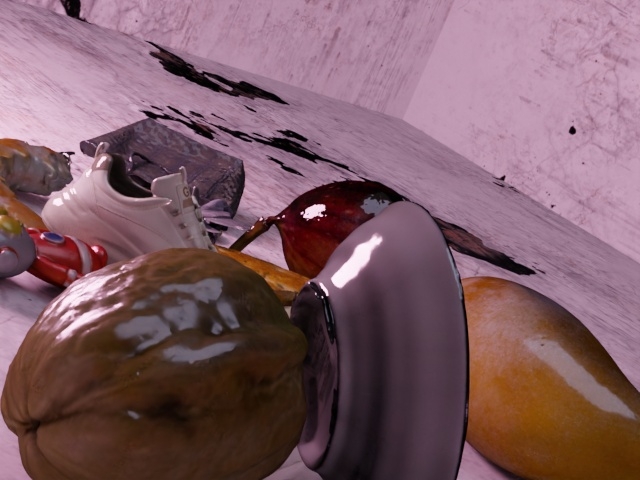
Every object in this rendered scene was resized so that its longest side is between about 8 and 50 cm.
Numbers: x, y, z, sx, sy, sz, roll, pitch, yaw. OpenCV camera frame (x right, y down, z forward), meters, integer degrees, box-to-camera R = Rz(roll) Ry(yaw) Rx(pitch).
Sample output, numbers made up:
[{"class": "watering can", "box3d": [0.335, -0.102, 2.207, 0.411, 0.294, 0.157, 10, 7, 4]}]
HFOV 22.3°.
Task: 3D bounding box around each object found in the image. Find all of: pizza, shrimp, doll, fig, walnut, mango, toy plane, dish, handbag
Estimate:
[{"class": "pizza", "box3d": [-0.097, 0.062, 2.138, 0.292, 0.058, 0.197, 20, 10, -13]}, {"class": "shrimp", "box3d": [-0.401, -0.073, 2.130, 0.185, 0.068, 0.287, 17, 16, -22]}, {"class": "doll", "box3d": [-0.341, 0.011, 1.871, 0.245, 0.076, 0.142, 19, 12, -39]}, {"class": "fig", "box3d": [0.010, -0.010, 2.278, 0.249, 0.204, 0.186, 26, 53, -3]}, {"class": "walnut", "box3d": [-0.143, 0.126, 1.389, 0.283, 0.227, 0.283, -13, 0, 0]}, {"class": "mango", "box3d": [0.263, 0.181, 1.962, 0.384, 0.199, 0.221, 33, 16, 35]}, {"class": "toy plane", "box3d": [-0.171, -0.024, 2.314, 0.212, 0.088, 0.267, 14, -2, 13]}, {"class": "dish", "box3d": [0.033, 0.121, 1.459, 0.106, 0.316, 0.316, 0, 19, -16]}, {"class": "handbag", "box3d": [-0.237, -0.107, 2.573, 0.270, 0.089, 0.175, 25, 20, 8]}]

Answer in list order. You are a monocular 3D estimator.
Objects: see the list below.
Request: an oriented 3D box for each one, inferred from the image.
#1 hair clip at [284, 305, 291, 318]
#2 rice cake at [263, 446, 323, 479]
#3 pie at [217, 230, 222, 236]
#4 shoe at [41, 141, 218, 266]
[{"class": "hair clip", "box3d": [0.020, 0.134, 2.025, 0.159, 0.071, 0.218, 26, 17, -20]}, {"class": "rice cake", "box3d": [0.010, 0.251, 1.577, 0.189, 0.037, 0.198, 26, 13, 14]}, {"class": "pie", "box3d": [-0.183, -0.025, 2.439, 0.084, 0.021, 0.084, 22, 13, -5]}, {"class": "shoe", "box3d": [-0.184, -0.010, 2.005, 0.316, 0.159, 0.124, 30, 13, 8]}]
